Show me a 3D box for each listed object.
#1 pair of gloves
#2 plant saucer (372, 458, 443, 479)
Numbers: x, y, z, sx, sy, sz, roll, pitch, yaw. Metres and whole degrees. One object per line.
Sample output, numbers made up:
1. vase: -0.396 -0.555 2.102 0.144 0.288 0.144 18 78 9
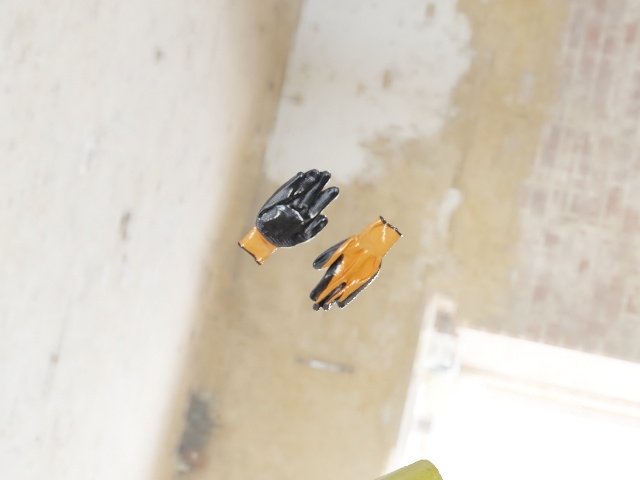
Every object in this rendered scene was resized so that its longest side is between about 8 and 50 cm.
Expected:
1. pair of gloves: 0.000 0.000 0.966 0.074 0.083 0.010 -48 -169 12
2. plant saucer: -0.040 0.345 1.057 0.081 0.333 0.333 21 50 -41
